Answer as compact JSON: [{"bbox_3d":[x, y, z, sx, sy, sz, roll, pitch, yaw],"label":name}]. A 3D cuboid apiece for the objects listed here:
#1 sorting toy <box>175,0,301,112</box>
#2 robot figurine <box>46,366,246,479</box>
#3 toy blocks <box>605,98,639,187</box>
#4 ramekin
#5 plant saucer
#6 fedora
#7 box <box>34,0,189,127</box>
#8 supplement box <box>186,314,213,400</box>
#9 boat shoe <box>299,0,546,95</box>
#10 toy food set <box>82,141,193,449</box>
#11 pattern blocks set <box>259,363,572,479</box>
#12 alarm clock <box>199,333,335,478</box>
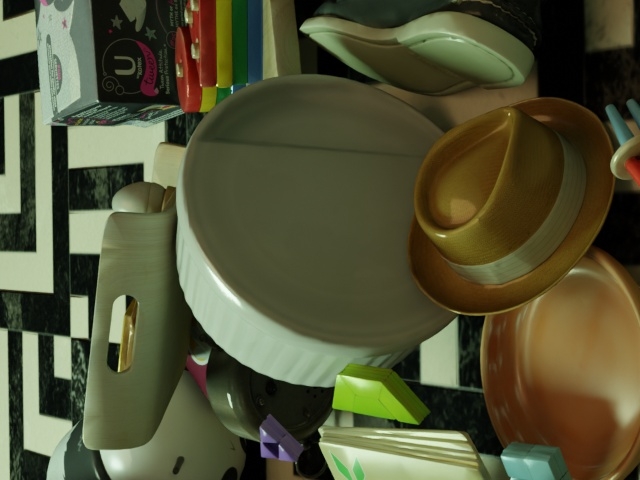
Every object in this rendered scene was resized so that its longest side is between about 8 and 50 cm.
[{"bbox_3d":[-0.096,-0.242,1.561,0.257,0.089,0.255,143,122,-76],"label":"sorting toy"},{"bbox_3d":[-0.191,0.248,1.732,0.278,0.173,0.209,-43,68,49],"label":"robot figurine"},{"bbox_3d":[0.261,-0.063,1.124,0.123,0.054,0.148,-57,45,42],"label":"toy blocks"},{"bbox_3d":[0.000,0.000,1.354,0.127,0.272,0.273,116,140,-53],"label":"ramekin"},{"bbox_3d":[0.200,0.098,1.240,0.200,0.037,0.200,0,90,57],"label":"plant saucer"},{"bbox_3d":[0.133,-0.040,1.233,0.194,0.079,0.194,-20,53,29],"label":"fedora"},{"bbox_3d":[-0.236,-0.262,1.809,0.163,0.142,0.247,-11,81,56],"label":"box"},{"bbox_3d":[-0.105,0.078,1.671,0.188,0.080,0.104,49,130,45],"label":"supplement box"},{"bbox_3d":[0.089,-0.198,1.336,0.113,0.127,0.340,-64,18,-5],"label":"boat shoe"},{"bbox_3d":[-0.174,0.042,1.504,0.306,0.092,0.220,-75,-6,-74],"label":"toy food set"},{"bbox_3d":[0.084,0.216,1.305,0.324,0.026,0.285,12,133,37],"label":"pattern blocks set"},{"bbox_3d":[-0.034,0.148,1.535,0.064,0.129,0.192,9,127,54],"label":"alarm clock"}]
